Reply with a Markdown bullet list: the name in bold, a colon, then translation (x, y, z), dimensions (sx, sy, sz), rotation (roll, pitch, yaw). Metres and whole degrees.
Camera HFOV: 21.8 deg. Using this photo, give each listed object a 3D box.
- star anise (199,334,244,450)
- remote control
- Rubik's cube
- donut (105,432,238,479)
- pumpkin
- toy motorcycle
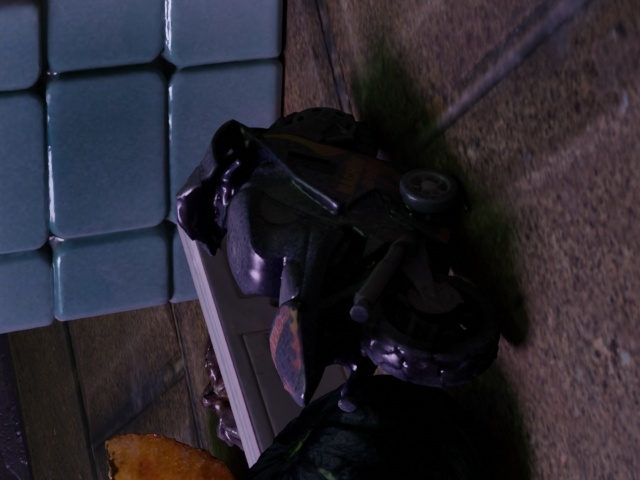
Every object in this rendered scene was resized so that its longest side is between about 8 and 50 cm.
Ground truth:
- **star anise**: translation (-0.083, 0.154, 1.599), dimensions (0.129, 0.056, 0.124), rotation (-122, 30, -49)
- **remote control**: translation (-0.034, 0.083, 1.357), dimensions (0.055, 0.103, 0.277), rotation (109, 147, -56)
- **Rubik's cube**: translation (-0.230, -0.138, 1.502), dimensions (0.319, 0.316, 0.322), rotation (-127, 32, -54)
- **donut**: translation (-0.127, 0.322, 1.682), dimensions (0.101, 0.152, 0.259), rotation (97, 166, -77)
- **pumpkin**: translation (0.025, 0.181, 1.122), dimensions (0.140, 0.202, 0.202), rotation (46, 162, -8)
- **toy motorcycle**: translation (0.000, 0.000, 1.121), dimensions (0.307, 0.173, 0.108), rotation (-120, 29, -49)
